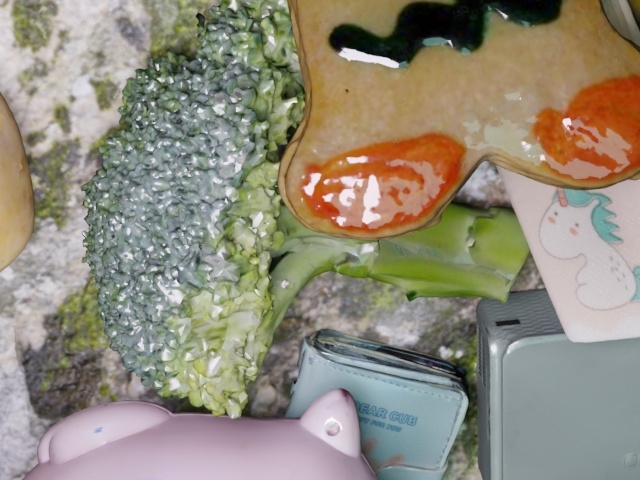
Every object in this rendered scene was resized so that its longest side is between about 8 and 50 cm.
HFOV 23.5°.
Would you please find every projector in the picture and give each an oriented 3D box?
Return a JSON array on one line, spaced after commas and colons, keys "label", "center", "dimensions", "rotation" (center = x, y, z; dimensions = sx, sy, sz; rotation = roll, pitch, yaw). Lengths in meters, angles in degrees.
[{"label": "projector", "center": [0.282, 0.146, 1.531], "dimensions": [0.250, 0.108, 0.198], "rotation": [-6, 117, -3]}]

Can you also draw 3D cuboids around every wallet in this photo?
[{"label": "wallet", "center": [0.037, 0.222, 1.554], "dimensions": [0.176, 0.075, 0.250], "rotation": [14, 113, -7]}]

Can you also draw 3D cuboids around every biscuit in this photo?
[{"label": "biscuit", "center": [0.073, -0.208, 1.205], "dimensions": [0.368, 0.076, 0.394], "rotation": [-14, 85, -3]}]

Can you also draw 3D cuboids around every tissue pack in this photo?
[{"label": "tissue pack", "center": [0.236, -0.069, 1.346], "dimensions": [0.071, 0.170, 0.325], "rotation": [-31, 101, -39]}]

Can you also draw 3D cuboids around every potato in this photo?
[{"label": "potato", "center": [-0.339, -0.060, 1.333], "dimensions": [0.150, 0.146, 0.233], "rotation": [0, 121, 26]}]

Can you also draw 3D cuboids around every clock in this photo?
[{"label": "clock", "center": [-0.111, 0.315, 1.416], "dimensions": [0.377, 0.250, 0.368], "rotation": [-19, 94, 5]}]

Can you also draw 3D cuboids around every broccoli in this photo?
[{"label": "broccoli", "center": [-0.029, 0.019, 1.387], "dimensions": [0.353, 0.275, 0.397], "rotation": [-34, 132, 19]}]

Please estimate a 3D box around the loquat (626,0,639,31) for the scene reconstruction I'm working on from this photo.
[{"label": "loquat", "center": [0.338, -0.231, 1.316], "dimensions": [0.179, 0.179, 0.227], "rotation": [-33, 112, 9]}]
